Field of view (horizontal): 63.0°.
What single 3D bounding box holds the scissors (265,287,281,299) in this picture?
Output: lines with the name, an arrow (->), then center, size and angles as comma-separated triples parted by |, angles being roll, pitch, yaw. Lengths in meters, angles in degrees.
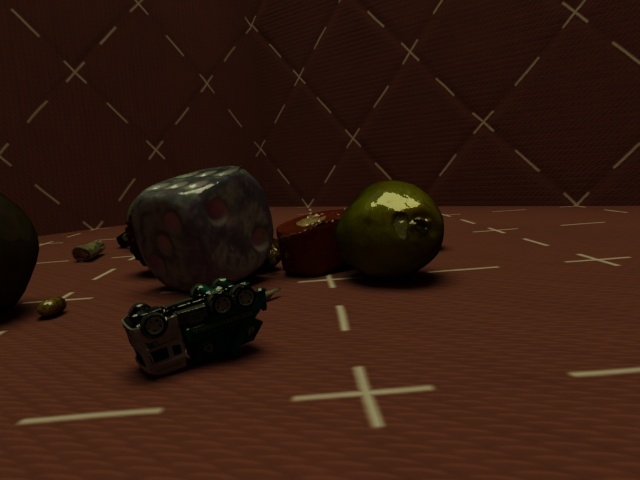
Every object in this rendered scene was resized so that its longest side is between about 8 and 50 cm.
scissors -> -0.161, 0.136, 1.144 | 0.110, 0.021, 0.212 | -1, 8, 40

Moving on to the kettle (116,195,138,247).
kettle -> -0.746, -0.073, 2.356 | 0.361, 0.250, 0.377 | -33, 8, -3

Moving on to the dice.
dice -> -0.306, -0.036, 1.385 | 0.270, 0.271, 0.270 | 2, 24, 36

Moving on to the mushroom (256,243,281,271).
mushroom -> -0.175, 0.053, 1.551 | 0.135, 0.080, 0.171 | -23, 17, -26

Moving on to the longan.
longan -> -0.838, 0.018, 1.164 | 0.405, 0.336, 0.404 | 28, 10, -5

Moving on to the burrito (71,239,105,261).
burrito -> -0.911, 0.041, 2.062 | 0.087, 0.060, 0.226 | 0, 8, -5

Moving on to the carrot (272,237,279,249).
carrot -> -0.137, 0.026, 1.806 | 0.069, 0.068, 0.229 | -7, 8, -24

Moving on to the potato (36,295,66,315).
potato -> -0.610, 0.151, 1.185 | 0.051, 0.040, 0.083 | -16, 7, 1

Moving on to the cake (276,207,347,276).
cake -> 0.000, 0.000, 1.515 | 0.283, 0.150, 0.177 | -22, 15, -33

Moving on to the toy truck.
toy truck -> -0.191, 0.138, 0.828 | 0.216, 0.116, 0.110 | -17, 12, -30

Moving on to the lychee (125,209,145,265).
lychee -> -0.478, -0.030, 1.641 | 0.264, 0.264, 0.300 | -9, 7, -31

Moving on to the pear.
pear -> 0.174, -0.027, 1.331 | 0.269, 0.268, 0.321 | -9, -2, -31
